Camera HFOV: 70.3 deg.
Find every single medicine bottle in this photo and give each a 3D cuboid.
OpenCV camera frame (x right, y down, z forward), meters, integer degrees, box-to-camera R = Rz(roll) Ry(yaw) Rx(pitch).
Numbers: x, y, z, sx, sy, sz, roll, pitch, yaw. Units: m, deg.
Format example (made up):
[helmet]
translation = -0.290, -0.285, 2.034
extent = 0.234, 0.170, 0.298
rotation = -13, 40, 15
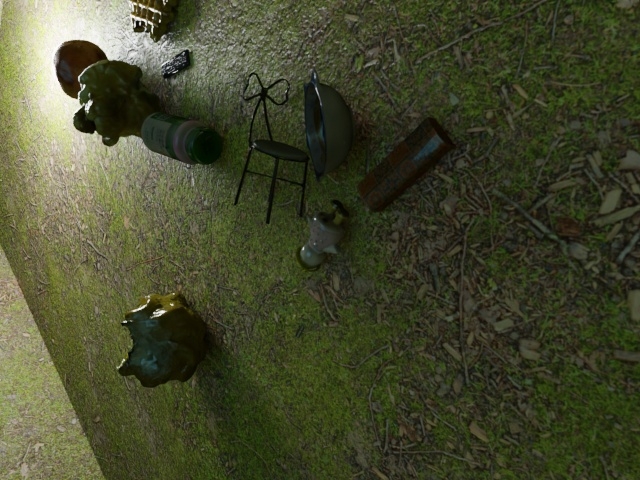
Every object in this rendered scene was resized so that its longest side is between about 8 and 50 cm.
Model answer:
[medicine bottle]
translation = -0.421, -0.308, 1.385
extent = 0.274, 0.133, 0.133
rotation = 21, 109, 37

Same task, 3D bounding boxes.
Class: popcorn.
[popcorn]
translation = -0.667, -0.439, 1.495
extent = 0.225, 0.277, 0.276
rotation = -26, 78, 60

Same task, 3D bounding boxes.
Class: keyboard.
[keyboard]
translation = -0.471, -0.569, 1.474
extent = 0.155, 0.010, 0.053
rotation = -6, 93, 41

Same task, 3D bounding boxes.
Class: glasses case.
[glasses case]
translation = 0.169, -0.152, 0.948
extent = 0.218, 0.049, 0.075
rotation = -43, 68, 36

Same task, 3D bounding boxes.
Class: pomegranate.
[pomegranate]
translation = -0.872, -0.629, 1.690
extent = 0.215, 0.215, 0.215
rotation = 6, 100, 40

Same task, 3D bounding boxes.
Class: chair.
[chair]
translation = -0.108, -0.221, 1.112
extent = 0.170, 0.160, 0.325
rotation = 28, 115, 33

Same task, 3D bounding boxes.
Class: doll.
[doll]
translation = 0.000, 0.000, 1.095
extent = 0.129, 0.081, 0.207
rotation = 52, 128, 32

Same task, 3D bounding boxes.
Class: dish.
[dish]
translation = 0.024, -0.261, 1.019
extent = 0.236, 0.086, 0.227
rotation = 99, 159, -56

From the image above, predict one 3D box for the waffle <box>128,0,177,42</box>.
[waffle]
translation = -0.557, -0.781, 1.495
extent = 0.291, 0.051, 0.291
rotation = 4, 95, 41

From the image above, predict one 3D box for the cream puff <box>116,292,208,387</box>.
[cream puff]
translation = -0.493, 0.310, 1.489
extent = 0.274, 0.270, 0.323
rotation = 22, 115, 0
